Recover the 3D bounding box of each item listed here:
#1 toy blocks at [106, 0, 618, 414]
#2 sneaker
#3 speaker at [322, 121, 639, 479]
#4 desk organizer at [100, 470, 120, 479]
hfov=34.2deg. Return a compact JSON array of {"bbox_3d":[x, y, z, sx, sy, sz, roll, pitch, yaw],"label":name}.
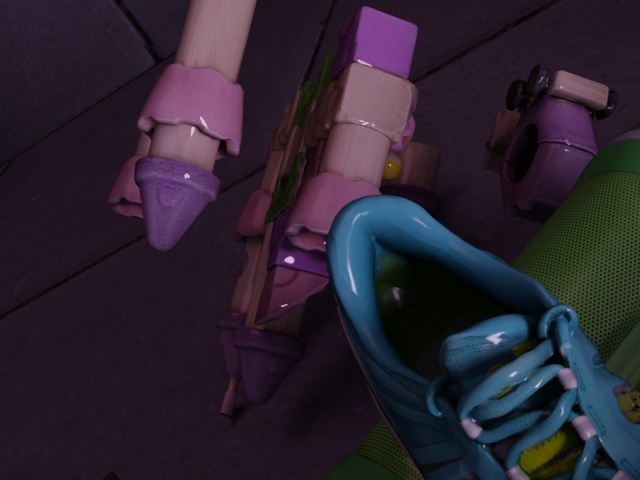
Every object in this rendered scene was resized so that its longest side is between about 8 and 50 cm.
[{"bbox_3d":[0.000,0.000,0.764,0.288,0.309,0.260,145,139,-70],"label":"toy blocks"},{"bbox_3d":[0.078,0.079,0.363,0.107,0.110,0.275,-38,44,-6],"label":"sneaker"},{"bbox_3d":[0.121,0.073,0.516,0.296,0.131,0.131,-47,24,-16],"label":"speaker"},{"bbox_3d":[-0.144,0.219,0.745,0.050,0.047,0.130,-40,22,-12],"label":"desk organizer"}]
